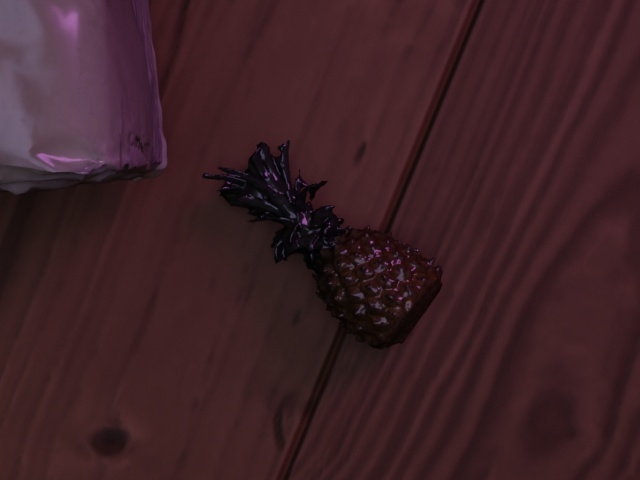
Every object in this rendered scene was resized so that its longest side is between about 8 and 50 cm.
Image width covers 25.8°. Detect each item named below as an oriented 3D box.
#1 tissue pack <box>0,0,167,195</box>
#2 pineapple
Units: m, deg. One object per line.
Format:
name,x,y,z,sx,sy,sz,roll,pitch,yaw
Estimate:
tissue pack,-0.234,-0.194,0.614,0.297,0.207,0.381,-8,91,3
pineapple,0.000,0.000,0.695,0.124,0.058,0.058,39,92,15
